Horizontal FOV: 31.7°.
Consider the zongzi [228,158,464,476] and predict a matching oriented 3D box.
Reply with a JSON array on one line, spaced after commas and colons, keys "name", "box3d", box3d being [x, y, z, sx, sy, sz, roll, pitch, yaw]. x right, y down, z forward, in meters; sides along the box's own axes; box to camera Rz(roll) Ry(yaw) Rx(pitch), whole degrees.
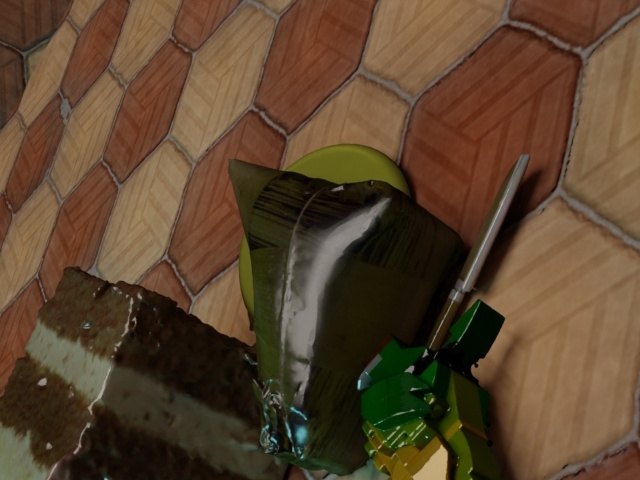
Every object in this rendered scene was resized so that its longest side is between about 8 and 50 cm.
[{"name": "zongzi", "box3d": [-0.038, 0.064, 1.125, 0.300, 0.145, 0.273, 18, 82, 40]}]

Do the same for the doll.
[{"name": "doll", "box3d": [0.098, 0.158, 0.942, 0.134, 0.106, 0.186, -26, 47, 31]}]

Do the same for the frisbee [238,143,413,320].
[{"name": "frisbee", "box3d": [0.000, 0.000, 1.230, 0.236, 0.017, 0.236, -18, 58, 31]}]

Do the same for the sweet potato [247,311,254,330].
[{"name": "sweet potato", "box3d": [-0.025, 0.024, 1.285, 0.195, 0.056, 0.056, -53, 32, 7]}]

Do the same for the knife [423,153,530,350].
[{"name": "knife", "box3d": [0.138, 0.037, 1.045, 0.046, 0.022, 0.256, -53, -11, -87]}]

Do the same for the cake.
[{"name": "cake", "box3d": [-0.201, 0.208, 1.212, 0.282, 0.256, 0.290, 13, 73, 59]}]
